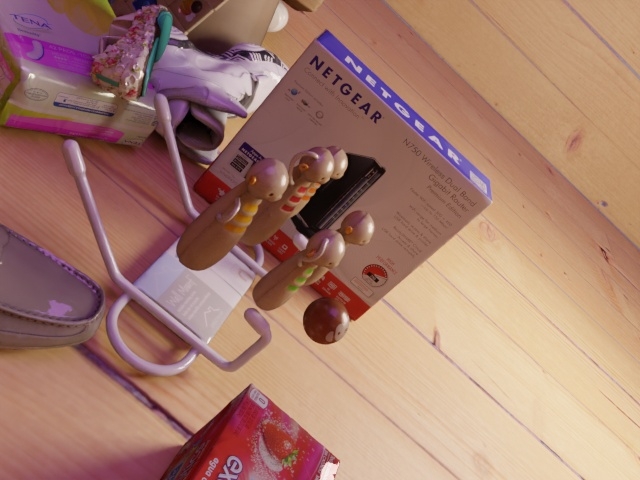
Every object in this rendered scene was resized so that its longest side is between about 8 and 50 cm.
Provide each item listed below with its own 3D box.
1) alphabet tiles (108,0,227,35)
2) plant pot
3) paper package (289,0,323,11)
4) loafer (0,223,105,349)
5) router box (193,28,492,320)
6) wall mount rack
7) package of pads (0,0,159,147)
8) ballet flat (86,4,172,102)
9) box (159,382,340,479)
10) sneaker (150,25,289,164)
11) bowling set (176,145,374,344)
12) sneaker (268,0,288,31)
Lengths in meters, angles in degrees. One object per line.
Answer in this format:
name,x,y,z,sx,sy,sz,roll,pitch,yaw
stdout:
alphabet tiles,-0.294,-0.501,1.080,0.343,0.285,0.011,55,10,8
plant pot,-0.197,-0.490,1.203,0.323,0.280,0.323,33,30,-22
paper package,-0.113,-0.679,1.442,0.324,0.168,0.309,32,11,-20
loafer,-0.335,0.008,0.562,0.319,0.111,0.112,26,35,-31
router box,0.029,-0.084,0.958,0.335,0.301,0.082,40,29,-9
wall mount rack,-0.163,-0.011,0.792,0.304,0.130,0.350,42,28,-7
package of pads,-0.377,-0.272,0.877,0.229,0.101,0.297,2,51,-53
ballet flat,-0.251,-0.265,0.853,0.077,0.091,0.241,12,33,-12
box,-0.094,0.262,0.535,0.122,0.128,0.257,43,29,-5
sneaker,-0.160,-0.231,1.077,0.365,0.137,0.210,2,52,-45
bowling set,0.000,0.000,0.724,0.200,0.154,0.287,49,28,0
sneaker,-0.220,-0.556,1.452,0.292,0.108,0.169,32,35,-9
